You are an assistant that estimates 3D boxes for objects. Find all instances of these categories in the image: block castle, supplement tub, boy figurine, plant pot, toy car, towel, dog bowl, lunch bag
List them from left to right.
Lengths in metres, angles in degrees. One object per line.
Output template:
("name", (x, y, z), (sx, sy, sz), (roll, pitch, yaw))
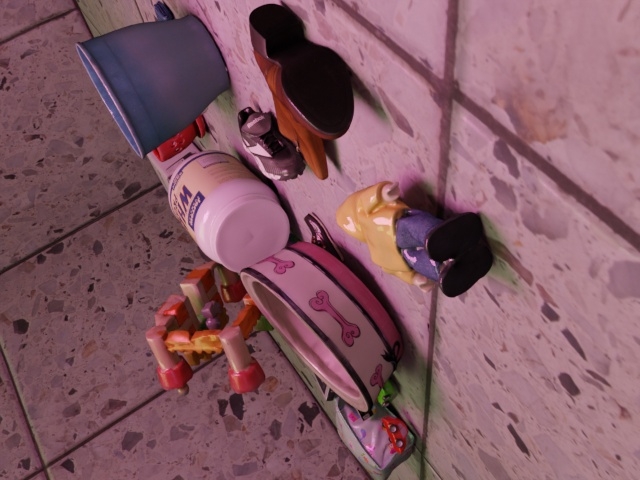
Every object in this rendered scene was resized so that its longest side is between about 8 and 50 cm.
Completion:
("plant pot", (-0.353, -0.360, 1.403), (0.272, 0.255, 0.272), (53, 165, 22))
("towel", (-0.383, -0.539, 1.599), (0.067, 0.029, 0.119), (52, 164, 23))
("plant pot", (-0.454, -0.359, 1.919), (0.191, 0.174, 0.191), (54, 166, 20))
("supplement tub", (-0.240, -0.078, 1.648), (0.325, 0.235, 0.236), (42, 158, 49))
("block castle", (-0.228, 0.212, 1.693), (0.302, 0.453, 0.213), (-4, 119, 23))
("dog bowl", (0.012, 0.175, 1.391), (0.408, 0.150, 0.408), (44, 164, 16))
("lunch bag", (0.136, 0.535, 1.820), (0.262, 0.160, 0.223), (45, 162, 27))
("toy car", (0.168, 0.408, 1.633), (0.239, 0.053, 0.225), (57, 163, 32))
("boy figurine", (0.113, -0.008, 0.888), (0.177, 0.092, 0.285), (64, 166, -23))

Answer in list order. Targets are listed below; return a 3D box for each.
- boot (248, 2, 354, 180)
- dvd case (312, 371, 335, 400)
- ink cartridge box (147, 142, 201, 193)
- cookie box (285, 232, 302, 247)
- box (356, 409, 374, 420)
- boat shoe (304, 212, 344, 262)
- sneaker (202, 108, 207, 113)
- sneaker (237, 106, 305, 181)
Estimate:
("boot", (-0.024, -0.180, 0.986), (0.264, 0.096, 0.280), (50, 165, 29))
("dvd case", (0.004, 0.312, 1.817), (0.239, 0.029, 0.180), (-122, 37, -55))
("ink cartridge box", (-0.445, -0.169, 2.303), (0.395, 0.166, 0.286), (46, 162, 42))
("cookie box", (-0.098, 0.036, 1.664), (0.092, 0.107, 0.040), (36, 154, 56))
("box", (0.081, 0.382, 1.649), (0.114, 0.036, 0.207), (56, 173, 35))
("boat shoe", (0.000, 0.000, 1.394), (0.133, 0.042, 0.049), (58, 167, 7))
("sneaker", (-0.397, -0.416, 1.711), (0.330, 0.122, 0.146), (41, 156, 51))
("sneaker", (-0.110, -0.201, 1.273), (0.234, 0.078, 0.106), (46, 164, 46))
